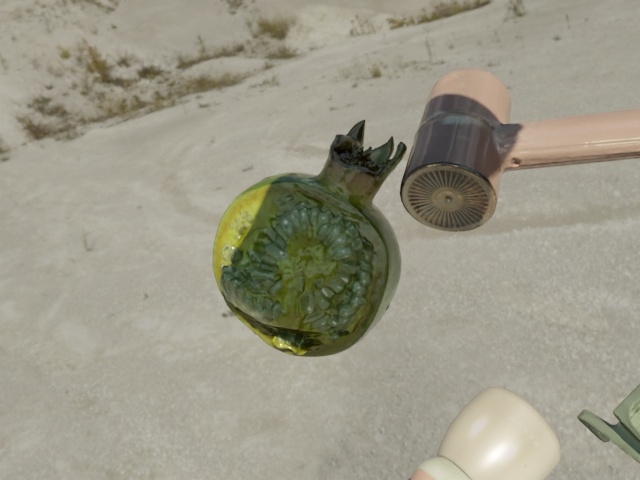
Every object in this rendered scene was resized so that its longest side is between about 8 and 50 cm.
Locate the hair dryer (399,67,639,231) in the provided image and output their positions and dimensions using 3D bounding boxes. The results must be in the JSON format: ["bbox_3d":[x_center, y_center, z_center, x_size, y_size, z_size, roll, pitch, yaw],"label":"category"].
[{"bbox_3d":[0.266,-0.112,0.575,0.343,0.107,0.190,-1,47,28],"label":"hair dryer"}]

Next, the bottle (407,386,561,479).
[{"bbox_3d":[0.226,0.343,0.810,0.236,0.148,0.147,-34,21,-21],"label":"bottle"}]

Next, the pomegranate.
[{"bbox_3d":[0.000,0.000,0.751,0.341,0.260,0.260,-57,12,13],"label":"pomegranate"}]

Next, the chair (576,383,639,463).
[{"bbox_3d":[0.497,0.241,0.746,0.203,0.190,0.275,-46,19,4],"label":"chair"}]
